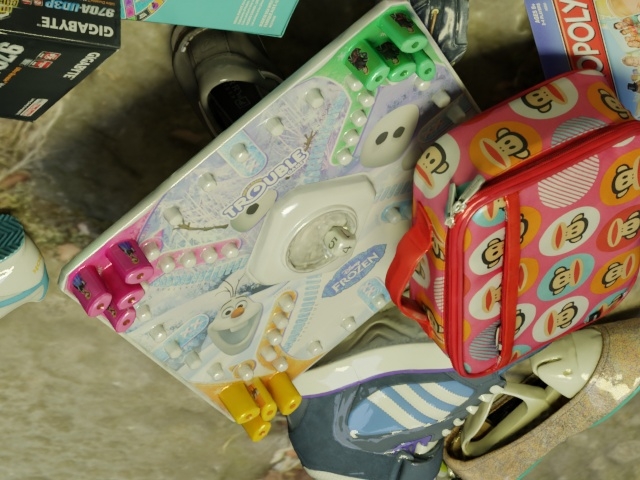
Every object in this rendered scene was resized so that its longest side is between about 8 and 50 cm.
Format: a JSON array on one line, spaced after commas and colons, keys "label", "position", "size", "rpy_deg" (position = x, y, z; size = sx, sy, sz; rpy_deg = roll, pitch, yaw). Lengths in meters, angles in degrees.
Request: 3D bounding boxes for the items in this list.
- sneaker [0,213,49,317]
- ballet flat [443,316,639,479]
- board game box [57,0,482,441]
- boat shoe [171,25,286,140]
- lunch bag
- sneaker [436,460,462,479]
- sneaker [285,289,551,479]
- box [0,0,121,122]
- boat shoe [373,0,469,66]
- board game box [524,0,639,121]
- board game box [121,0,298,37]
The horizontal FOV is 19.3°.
[{"label": "sneaker", "position": [-0.372, 0.060, 1.810], "size": [0.228, 0.087, 0.092], "rpy_deg": [-21, 138, 6]}, {"label": "ballet flat", "position": [0.253, 0.174, 2.107], "size": [0.106, 0.107, 0.316], "rpy_deg": [33, 118, -23]}, {"label": "board game box", "position": [0.000, 0.000, 1.764], "size": [0.390, 0.050, 0.390], "rpy_deg": [-39, 147, 3]}, {"label": "boat shoe", "position": [-0.037, -0.080, 1.765], "size": [0.112, 0.095, 0.335], "rpy_deg": [-28, 135, 10]}, {"label": "lunch bag", "position": [0.180, -0.006, 1.785], "size": [0.258, 0.120, 0.293], "rpy_deg": [-24, 144, -15]}, {"label": "sneaker", "position": [0.112, 0.306, 2.213], "size": [0.110, 0.107, 0.275], "rpy_deg": [-21, 135, 32]}, {"label": "sneaker", "position": [0.124, 0.178, 2.018], "size": [0.323, 0.130, 0.236], "rpy_deg": [-15, 122, 9]}, {"label": "box", "position": [-0.285, -0.160, 1.562], "size": [0.175, 0.051, 0.220], "rpy_deg": [6, 165, -27]}, {"label": "boat shoe", "position": [0.086, -0.157, 1.750], "size": [0.083, 0.065, 0.183], "rpy_deg": [-4, 135, -16]}, {"label": "board game box", "position": [0.308, -0.189, 1.741], "size": [0.213, 0.046, 0.317], "rpy_deg": [-2, 140, 20]}, {"label": "board game box", "position": [-0.154, -0.287, 1.504], "size": [0.336, 0.079, 0.254], "rpy_deg": [4, 145, -20]}]
